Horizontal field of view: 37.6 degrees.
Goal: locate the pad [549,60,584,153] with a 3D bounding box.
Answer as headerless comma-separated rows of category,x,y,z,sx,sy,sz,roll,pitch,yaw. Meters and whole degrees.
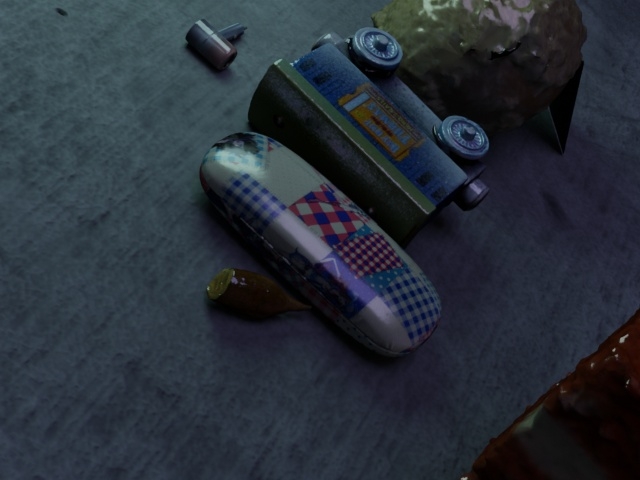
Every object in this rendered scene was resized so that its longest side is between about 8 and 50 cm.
pad,0.378,-0.238,1.450,0.004,0.193,0.116,-4,51,1

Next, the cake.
cake,0.303,0.239,0.880,0.269,0.319,0.270,48,39,15

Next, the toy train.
toy train,0.070,-0.134,1.179,0.300,0.131,0.202,45,50,10

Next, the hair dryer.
hair dryer,-0.124,-0.270,1.256,0.063,0.037,0.114,42,36,4

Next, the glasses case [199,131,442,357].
glasses case,0.000,0.000,1.066,0.327,0.076,0.125,43,45,8

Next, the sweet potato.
sweet potato,-0.061,0.058,0.999,0.117,0.049,0.049,17,46,-25

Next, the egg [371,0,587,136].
egg,0.224,-0.278,1.326,0.310,0.279,0.279,-3,54,-18
